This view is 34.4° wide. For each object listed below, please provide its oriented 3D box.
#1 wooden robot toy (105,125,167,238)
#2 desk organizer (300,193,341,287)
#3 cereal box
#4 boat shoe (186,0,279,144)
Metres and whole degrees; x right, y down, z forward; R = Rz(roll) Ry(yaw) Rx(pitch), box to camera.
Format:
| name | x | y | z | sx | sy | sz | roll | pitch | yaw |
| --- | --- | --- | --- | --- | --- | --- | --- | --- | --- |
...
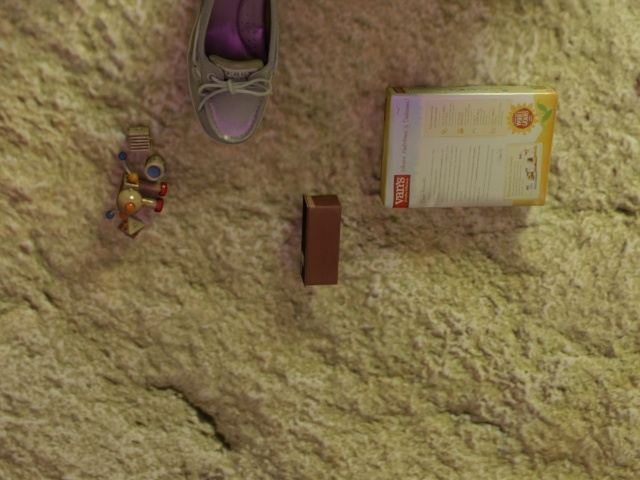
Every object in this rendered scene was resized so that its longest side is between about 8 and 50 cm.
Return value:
| name | x | y | z | sx | sy | sz | roll | pitch | yaw |
| --- | --- | --- | --- | --- | --- | --- | --- | --- | --- |
| wooden robot toy | -0.251 | -0.065 | 1.430 | 0.076 | 0.079 | 0.173 | 12 | 114 | -12 |
| desk organizer | 0.000 | 0.000 | 1.510 | 0.050 | 0.047 | 0.130 | -2 | 116 | -9 |
| cereal box | 0.207 | -0.132 | 1.470 | 0.240 | 0.047 | 0.173 | 0 | 115 | -6 |
| boat shoe | -0.108 | -0.269 | 1.337 | 0.118 | 0.103 | 0.320 | 7 | 114 | -10 |
